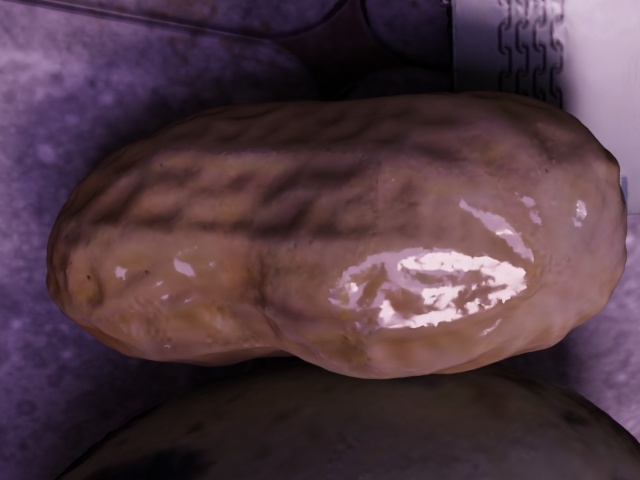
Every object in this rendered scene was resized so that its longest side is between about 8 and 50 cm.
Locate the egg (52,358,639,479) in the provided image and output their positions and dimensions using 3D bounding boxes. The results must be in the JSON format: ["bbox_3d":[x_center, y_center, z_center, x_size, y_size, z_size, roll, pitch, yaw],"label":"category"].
[{"bbox_3d":[0.001,0.236,1.086,0.428,0.345,0.345,-30,121,8],"label":"egg"}]

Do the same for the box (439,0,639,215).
[{"bbox_3d":[0.152,-0.132,1.026,0.211,0.045,0.270,-6,125,1],"label":"box"}]

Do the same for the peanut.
[{"bbox_3d":[0.000,0.000,1.022,0.313,0.152,0.152,1,126,20],"label":"peanut"}]
